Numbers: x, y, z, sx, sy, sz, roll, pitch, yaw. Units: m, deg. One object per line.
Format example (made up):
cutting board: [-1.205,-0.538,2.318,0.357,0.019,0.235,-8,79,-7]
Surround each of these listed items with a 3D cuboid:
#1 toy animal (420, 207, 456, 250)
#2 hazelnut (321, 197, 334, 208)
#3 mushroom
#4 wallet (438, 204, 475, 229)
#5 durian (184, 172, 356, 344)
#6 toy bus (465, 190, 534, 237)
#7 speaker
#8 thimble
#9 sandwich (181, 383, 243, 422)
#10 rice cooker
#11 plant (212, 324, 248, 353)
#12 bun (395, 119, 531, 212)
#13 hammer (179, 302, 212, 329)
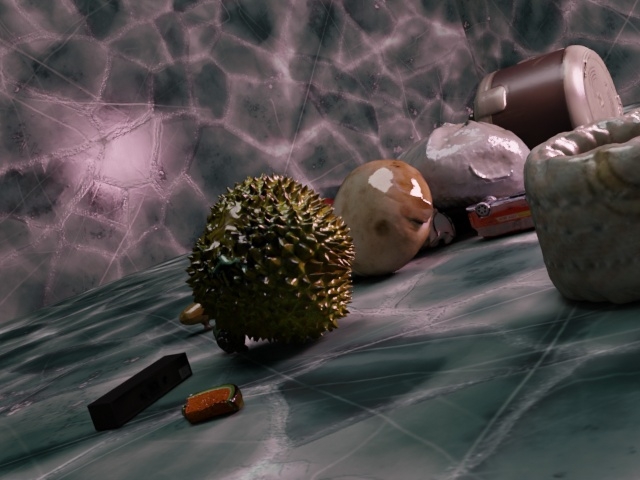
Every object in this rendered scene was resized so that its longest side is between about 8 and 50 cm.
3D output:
toy animal: [0.212,-0.015,1.692,0.071,0.085,0.124,-22,-6,-40]
hazelnut: [0.004,-0.002,1.901,0.170,0.160,0.202,-8,-40,-44]
mushroom: [0.120,-0.039,1.595,0.254,0.184,0.255,-29,40,28]
wallet: [0.276,-0.043,1.749,0.124,0.025,0.244,9,-10,-35]
durian: [-0.082,0.037,1.259,0.291,0.291,0.224,-14,-8,33]
toy bus: [0.370,-0.055,1.561,0.174,0.077,0.079,-15,8,29]
speaker: [-0.261,0.220,1.207,0.046,0.040,0.191,-12,8,27]
thimble: [0.404,-0.054,0.983,0.291,0.195,0.291,-17,12,4]
sandwich: [-0.140,0.209,1.041,0.101,0.026,0.069,-19,10,20]
rice cooker: [0.557,-0.300,2.039,0.325,0.335,0.335,-14,8,36]
plant: [-0.143,0.162,1.334,0.051,0.051,0.102,-20,20,-16]
bun: [0.312,-0.154,1.760,0.354,0.194,0.354,-3,-6,0]
hammer: [-0.139,0.098,1.630,0.305,0.113,0.202,-25,5,-12]
